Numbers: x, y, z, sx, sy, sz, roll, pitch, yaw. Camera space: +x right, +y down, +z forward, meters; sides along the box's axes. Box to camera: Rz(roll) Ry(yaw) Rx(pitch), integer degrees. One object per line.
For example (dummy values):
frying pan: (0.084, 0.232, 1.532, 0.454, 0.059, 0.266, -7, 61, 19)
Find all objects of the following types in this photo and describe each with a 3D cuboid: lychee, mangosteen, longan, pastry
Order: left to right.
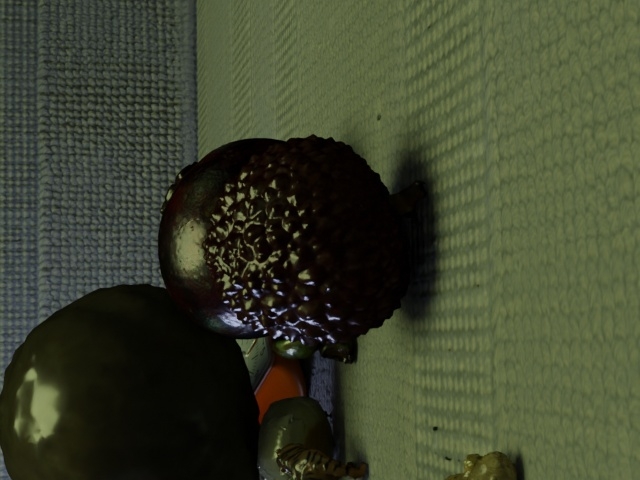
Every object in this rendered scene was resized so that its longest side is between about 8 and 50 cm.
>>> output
longan: (-0.297, 0.284, 2.007, 0.404, 0.404, 0.436, -115, 9, -63)
mangosteen: (-0.065, 0.016, 1.872, 0.306, 0.359, 0.306, -58, -2, -3)
pastry: (-0.040, 0.318, 1.968, 0.166, 0.088, 0.166, -1, -90, -65)
lychee: (0.000, 0.000, 1.558, 0.264, 0.300, 0.264, 51, -154, -37)

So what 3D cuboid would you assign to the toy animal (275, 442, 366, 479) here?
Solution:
toy animal: (0.010, 0.390, 1.781, 0.114, 0.116, 0.255, 104, 161, -54)

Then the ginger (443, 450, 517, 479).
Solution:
ginger: (0.142, 0.301, 1.252, 0.115, 0.081, 0.205, 8, 90, 48)

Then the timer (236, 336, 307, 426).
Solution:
timer: (-0.110, 0.223, 2.259, 0.257, 0.161, 0.250, -108, 27, -55)
